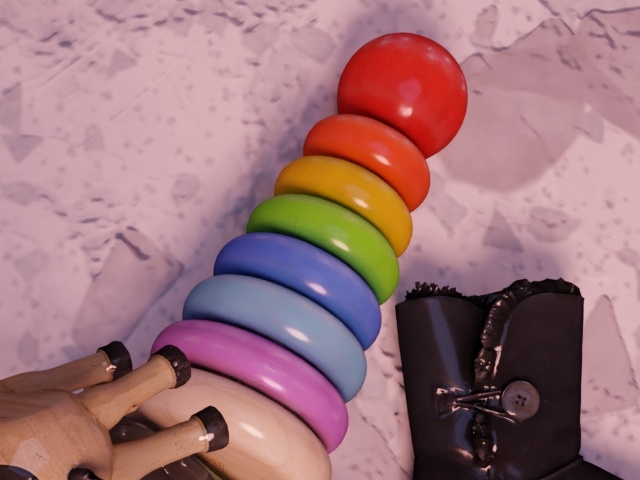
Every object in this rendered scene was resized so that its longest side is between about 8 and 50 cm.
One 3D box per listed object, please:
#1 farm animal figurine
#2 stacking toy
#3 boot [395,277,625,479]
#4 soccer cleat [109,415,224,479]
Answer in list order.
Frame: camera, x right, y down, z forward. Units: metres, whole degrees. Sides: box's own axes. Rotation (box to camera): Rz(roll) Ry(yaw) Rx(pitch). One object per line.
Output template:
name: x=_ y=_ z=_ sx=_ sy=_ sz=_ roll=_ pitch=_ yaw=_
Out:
farm animal figurine: x=-0.206 y=0.140 z=0.781 sx=0.172 sy=0.330 sz=0.327 roll=-21 pitch=51 yaw=-37
stacking toy: x=0.000 y=0.000 z=1.022 sx=0.141 sy=0.141 sz=0.330 roll=28 pitch=66 yaw=-5
boot: x=0.169 y=0.129 z=1.038 sx=0.246 sy=0.094 sz=0.207 roll=3 pitch=79 yaw=-6
soccer cleat: x=-0.064 y=0.200 z=0.969 sx=0.289 sy=0.121 sz=0.093 roll=43 pitch=64 yaw=-22
